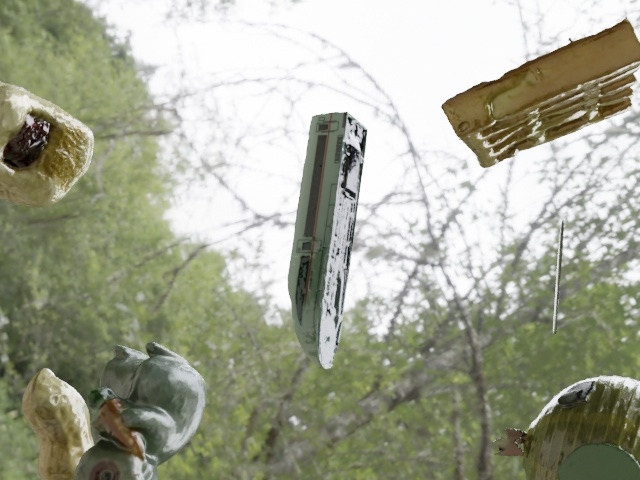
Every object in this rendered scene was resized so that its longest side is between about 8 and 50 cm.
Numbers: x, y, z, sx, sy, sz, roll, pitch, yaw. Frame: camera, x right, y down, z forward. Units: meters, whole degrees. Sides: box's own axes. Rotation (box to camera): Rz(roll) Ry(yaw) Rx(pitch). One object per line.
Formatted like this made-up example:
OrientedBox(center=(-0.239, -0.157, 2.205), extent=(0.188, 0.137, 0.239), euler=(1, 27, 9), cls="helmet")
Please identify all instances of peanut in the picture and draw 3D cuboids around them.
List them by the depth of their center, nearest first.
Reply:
OrientedBox(center=(-0.428, 0.333, 1.533), extent=(0.117, 0.101, 0.263), euler=(-108, -171, -70), cls="peanut")

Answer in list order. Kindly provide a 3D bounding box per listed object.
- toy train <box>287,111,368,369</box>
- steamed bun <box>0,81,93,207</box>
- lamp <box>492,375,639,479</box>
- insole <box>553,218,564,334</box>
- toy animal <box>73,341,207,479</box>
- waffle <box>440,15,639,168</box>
OrientedBox(center=(0.000, 0.000, 1.466), extent=(0.088, 0.086, 0.407), euler=(1, -104, 28), cls="toy train")
OrientedBox(center=(-0.395, -0.138, 1.156), extent=(0.172, 0.141, 0.155), euler=(21, -19, 21), cls="steamed bun")
OrientedBox(center=(0.378, 0.304, 1.261), extent=(0.284, 0.250, 0.250), euler=(9, -63, 26), cls="lamp")
OrientedBox(center=(0.377, 0.056, 1.450), extent=(0.065, 0.006, 0.193), euler=(63, 35, -67), cls="insole")
OrientedBox(center=(-0.191, 0.222, 0.939), extent=(0.108, 0.138, 0.236), euler=(-21, -130, 43), cls="toy animal")
OrientedBox(center=(0.358, -0.220, 1.476), extent=(0.304, 0.348, 0.078), euler=(-24, -101, 13), cls="waffle")
